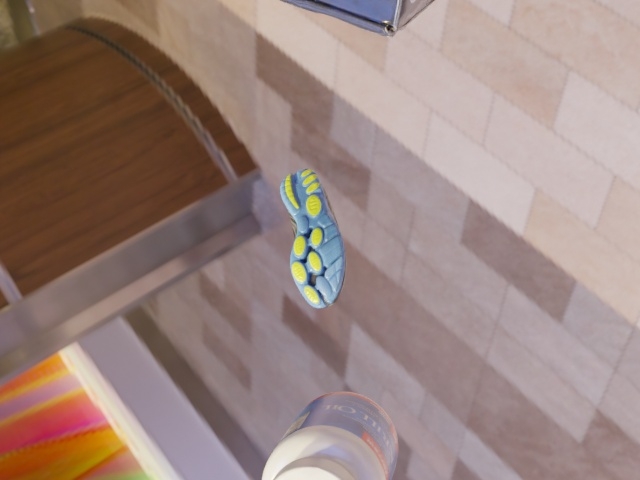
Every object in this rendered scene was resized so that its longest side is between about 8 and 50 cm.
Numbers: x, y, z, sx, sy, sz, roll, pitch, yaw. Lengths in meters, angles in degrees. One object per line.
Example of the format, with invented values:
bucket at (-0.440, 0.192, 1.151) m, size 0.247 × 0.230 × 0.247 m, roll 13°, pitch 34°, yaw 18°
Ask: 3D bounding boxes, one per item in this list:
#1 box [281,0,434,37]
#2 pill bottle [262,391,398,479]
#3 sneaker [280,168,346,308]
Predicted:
box at (-0.059, -0.281, 0.503) m, size 0.293 × 0.073 × 0.296 m, roll 25°, pitch 132°, yaw 19°
pill bottle at (0.010, 0.238, 1.063) m, size 0.124 × 0.124 × 0.221 m, roll 59°, pitch -169°, yaw -2°
sneaker at (0.000, 0.000, 1.217) m, size 0.078 × 0.067 × 0.188 m, roll 54°, pitch -162°, yaw -48°
